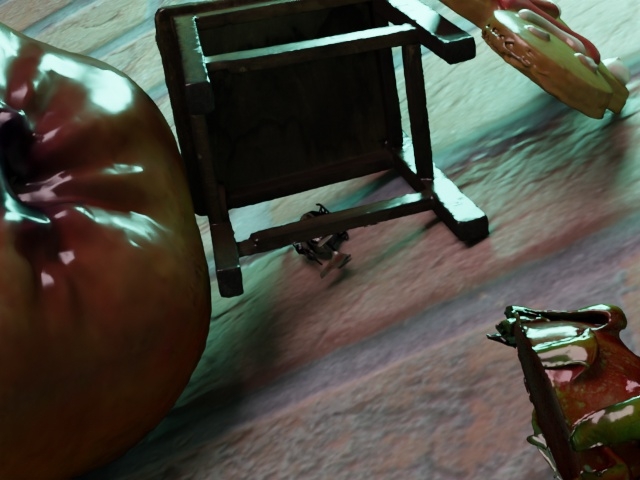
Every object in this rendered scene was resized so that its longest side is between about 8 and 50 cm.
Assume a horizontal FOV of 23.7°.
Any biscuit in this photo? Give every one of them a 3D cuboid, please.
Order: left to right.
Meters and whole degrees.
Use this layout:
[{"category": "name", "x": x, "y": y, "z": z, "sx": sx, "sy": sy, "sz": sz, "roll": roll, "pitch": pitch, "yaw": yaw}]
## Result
[{"category": "biscuit", "x": 0.178, "y": -0.187, "z": 1.308, "sx": 0.047, "sy": 0.216, "sz": 0.340, "roll": -57, "pitch": 12, "yaw": 16}]

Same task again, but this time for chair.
[{"category": "chair", "x": -0.032, "y": -0.138, "z": 1.400, "sx": 0.240, "sy": 0.203, "sz": 0.416, "roll": -14, "pitch": 25, "yaw": -10}]

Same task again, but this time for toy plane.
[{"category": "toy plane", "x": 0.000, "y": 0.000, "z": 1.386, "sx": 0.049, "sy": 0.031, "sz": 0.120, "roll": -41, "pitch": 26, "yaw": -4}]

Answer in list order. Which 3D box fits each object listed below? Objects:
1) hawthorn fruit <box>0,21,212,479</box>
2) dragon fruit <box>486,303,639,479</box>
[{"category": "hawthorn fruit", "x": -0.329, "y": 0.049, "z": 1.270, "sx": 0.471, "sy": 0.472, "sz": 0.472, "roll": -25, "pitch": 29, "yaw": 15}, {"category": "dragon fruit", "x": 0.181, "y": 0.111, "z": 0.943, "sx": 0.175, "sy": 0.138, "sz": 0.142, "roll": 7, "pitch": 81, "yaw": 11}]
